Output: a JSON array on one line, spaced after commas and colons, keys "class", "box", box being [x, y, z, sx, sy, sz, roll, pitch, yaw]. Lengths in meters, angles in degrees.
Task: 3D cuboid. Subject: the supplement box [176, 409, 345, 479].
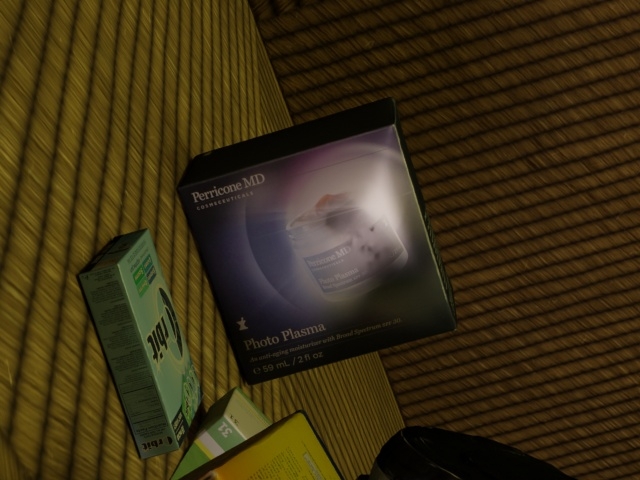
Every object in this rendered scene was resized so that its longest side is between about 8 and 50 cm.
[{"class": "supplement box", "box": [-0.068, 0.260, 0.914, 0.195, 0.194, 0.356, 59, 6, 5]}]

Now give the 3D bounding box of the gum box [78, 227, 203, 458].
[{"class": "gum box", "box": [-0.168, 0.094, 1.296, 0.157, 0.041, 0.184, -75, 149, -77]}]

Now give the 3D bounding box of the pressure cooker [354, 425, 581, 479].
[{"class": "pressure cooker", "box": [0.167, 0.450, 1.447, 0.375, 0.370, 0.420, 27, -82, 61]}]

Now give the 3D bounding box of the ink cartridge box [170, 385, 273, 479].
[{"class": "ink cartridge box", "box": [-0.066, 0.260, 1.430, 0.171, 0.056, 0.235, 48, 8, -4]}]

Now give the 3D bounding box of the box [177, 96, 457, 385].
[{"class": "box", "box": [0.000, 0.000, 1.807, 0.183, 0.296, 0.294, -81, 153, -73]}]
